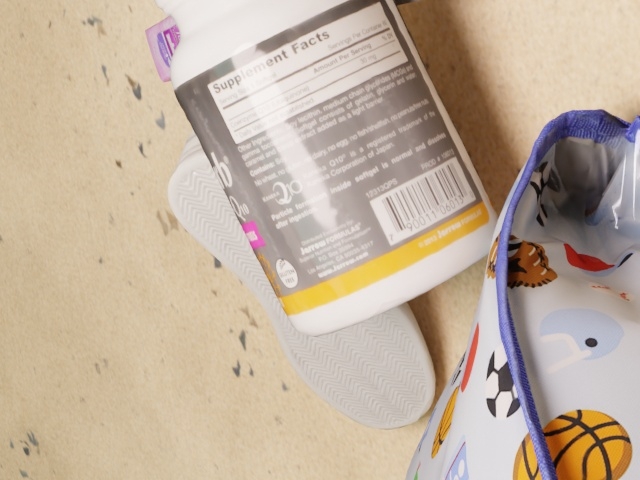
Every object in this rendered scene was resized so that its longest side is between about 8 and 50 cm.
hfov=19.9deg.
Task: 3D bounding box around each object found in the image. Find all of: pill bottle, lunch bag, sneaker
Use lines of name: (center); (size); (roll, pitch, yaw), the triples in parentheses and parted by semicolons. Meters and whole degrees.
pill bottle: (-0.004, -0.089, 1.232); (0.162, 0.162, 0.278); (-22, 95, 56)
lunch bag: (0.174, 0.155, 1.111); (0.385, 0.239, 0.328); (-103, 19, -45)
sneaker: (0.000, 0.000, 1.419); (0.108, 0.169, 0.292); (-26, 118, 21)

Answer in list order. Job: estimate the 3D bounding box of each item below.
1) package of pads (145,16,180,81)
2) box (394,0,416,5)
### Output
package of pads: (-0.115, -0.169, 1.545); (0.083, 0.032, 0.050); (-17, 95, 56)
box: (0.112, -0.255, 1.157); (0.231, 0.056, 0.183); (-3, 106, 55)
